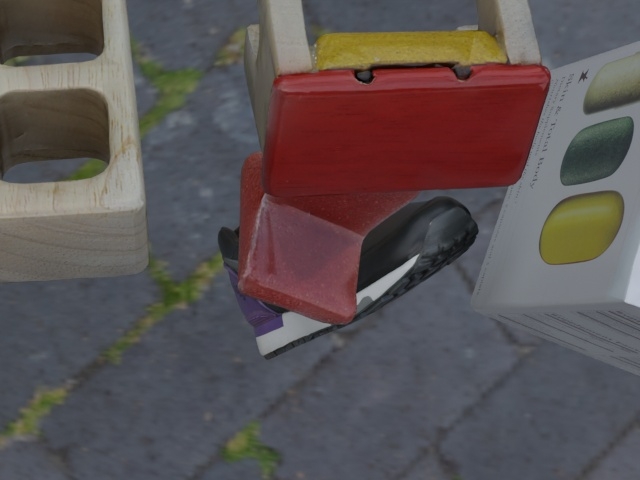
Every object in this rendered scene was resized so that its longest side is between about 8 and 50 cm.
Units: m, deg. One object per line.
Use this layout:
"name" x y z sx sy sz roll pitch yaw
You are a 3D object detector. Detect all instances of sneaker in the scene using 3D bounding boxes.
"sneaker" 0.000 0.000 1.353 0.107 0.283 0.124 -31 91 -33

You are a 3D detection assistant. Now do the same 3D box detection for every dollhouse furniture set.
"dollhouse furniture set" -0.110 0.008 0.696 0.374 0.201 0.152 -2 56 -8

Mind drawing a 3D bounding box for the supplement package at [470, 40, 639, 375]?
"supplement package" 0.264 -0.013 1.274 0.198 0.263 0.199 21 82 -15
